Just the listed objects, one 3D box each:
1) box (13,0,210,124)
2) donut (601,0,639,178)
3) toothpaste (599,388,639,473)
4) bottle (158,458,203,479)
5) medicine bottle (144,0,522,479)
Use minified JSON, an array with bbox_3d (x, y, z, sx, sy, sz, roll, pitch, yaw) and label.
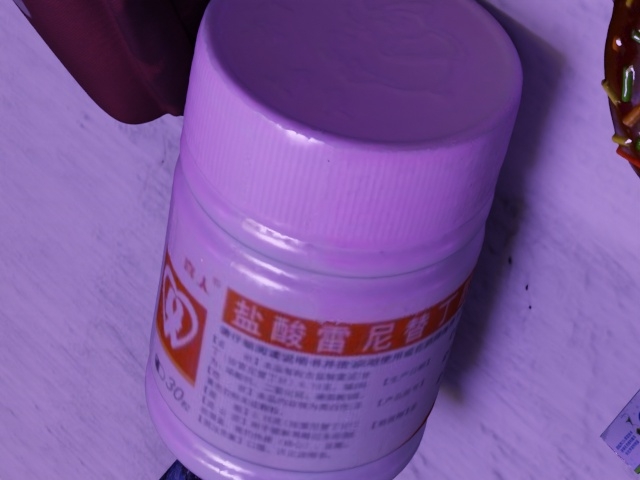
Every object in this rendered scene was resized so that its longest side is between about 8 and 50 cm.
[{"bbox_3d":[-0.169,-0.215,1.102,0.263,0.108,0.404,52,175,16],"label":"box"},{"bbox_3d":[0.244,-0.087,0.943,0.230,0.096,0.216,23,129,38],"label":"donut"},{"bbox_3d":[0.230,0.075,1.107,0.037,0.043,0.178,44,139,14],"label":"toothpaste"},{"bbox_3d":[-0.062,0.183,1.456,0.093,0.093,0.330,52,141,10],"label":"bottle"},{"bbox_3d":[0.000,0.000,1.182,0.202,0.202,0.315,37,138,26],"label":"medicine bottle"}]
